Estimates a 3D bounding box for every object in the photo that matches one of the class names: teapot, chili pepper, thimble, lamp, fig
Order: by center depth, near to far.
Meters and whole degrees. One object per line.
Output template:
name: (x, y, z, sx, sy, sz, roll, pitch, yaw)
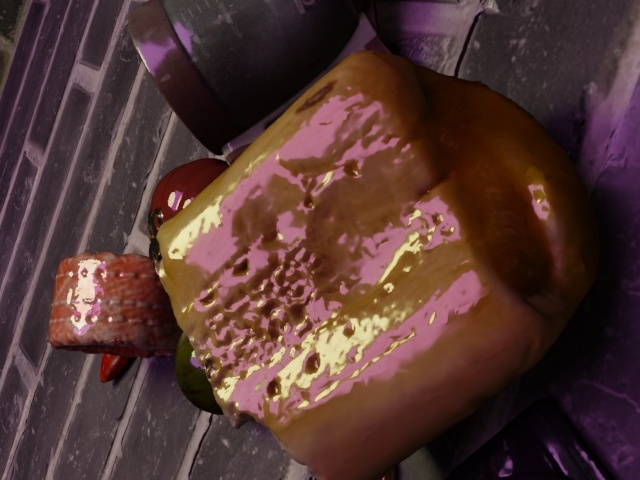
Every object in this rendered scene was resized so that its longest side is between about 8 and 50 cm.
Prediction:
teapot: (-0.054, -0.256, 1.037, 0.312, 0.233, 0.314, -30, 83, 9)
fig: (-0.085, 0.149, 1.074, 0.259, 0.151, 0.151, -26, 53, 12)
lamp: (-0.148, -0.016, 1.121, 0.227, 0.227, 0.226, -22, 61, 46)
thimble: (-0.335, 0.111, 1.287, 0.239, 0.239, 0.162, -15, 68, 49)
chili pepper: (-0.398, 0.210, 1.470, 0.088, 0.065, 0.168, 45, 116, 50)

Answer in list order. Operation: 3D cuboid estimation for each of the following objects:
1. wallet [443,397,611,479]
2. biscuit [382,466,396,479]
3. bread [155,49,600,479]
wallet: (0.210, 0.330, 0.673, 0.247, 0.041, 0.322, -54, 44, 27)
biscuit: (0.047, 0.208, 0.925, 0.158, 0.035, 0.240, -31, 54, 45)
bread: (0.076, 0.022, 0.773, 0.394, 0.250, 0.361, -41, 68, 19)
